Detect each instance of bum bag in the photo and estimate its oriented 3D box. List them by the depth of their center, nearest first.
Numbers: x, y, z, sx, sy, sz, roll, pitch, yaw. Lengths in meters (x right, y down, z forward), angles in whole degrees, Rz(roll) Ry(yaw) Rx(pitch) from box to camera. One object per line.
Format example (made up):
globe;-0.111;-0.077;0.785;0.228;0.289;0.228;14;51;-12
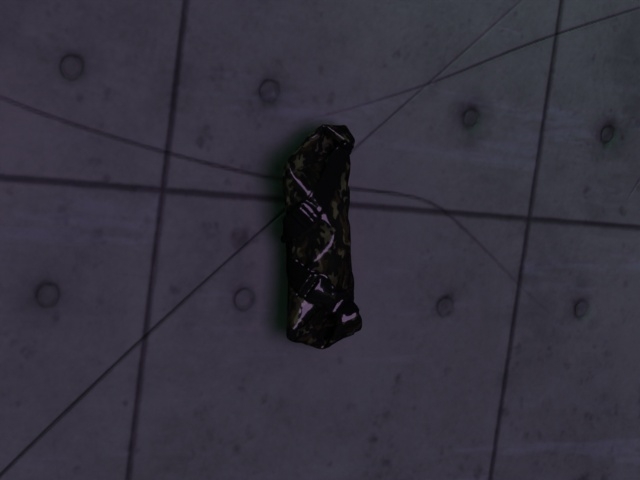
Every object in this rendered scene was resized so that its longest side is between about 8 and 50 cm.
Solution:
bum bag;-0.001;0.000;1.474;0.102;0.069;0.248;-11;103;-31
